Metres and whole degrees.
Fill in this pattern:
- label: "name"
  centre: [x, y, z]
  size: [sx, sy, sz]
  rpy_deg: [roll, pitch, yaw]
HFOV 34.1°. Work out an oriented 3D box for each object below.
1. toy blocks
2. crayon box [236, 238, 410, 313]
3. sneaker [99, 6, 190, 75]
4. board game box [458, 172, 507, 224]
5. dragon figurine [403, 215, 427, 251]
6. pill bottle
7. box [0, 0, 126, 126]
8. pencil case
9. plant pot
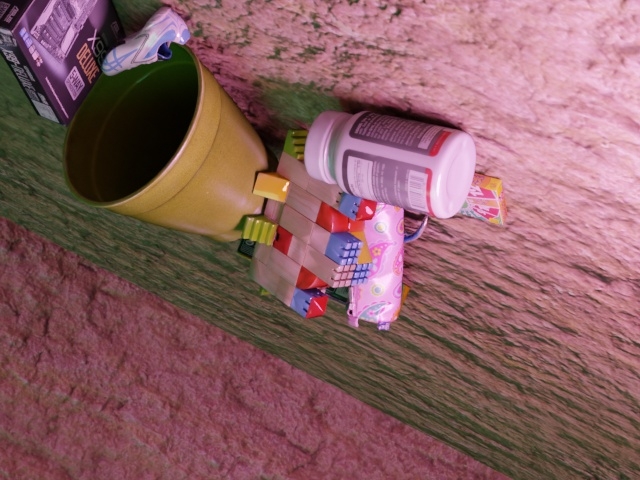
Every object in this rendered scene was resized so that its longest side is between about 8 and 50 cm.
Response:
- label: "toy blocks"
  centre: [0.000, 0.000, 2.120]
  size: [0.190, 0.381, 0.261]
  rpy_deg: [-4, -151, -45]
- label: "crayon box"
  centre: [0.015, 0.072, 2.484]
  size: [0.363, 0.106, 0.313]
  rpy_deg: [24, 180, 13]
- label: "sneaker"
  centre: [-0.345, -0.367, 2.017]
  size: [0.237, 0.085, 0.086]
  rpy_deg: [-23, 110, 42]
- label: "board game box"
  centre: [0.236, -0.107, 2.046]
  size: [0.259, 0.039, 0.124]
  rpy_deg: [20, 157, 26]
- label: "dragon figurine"
  centre: [0.123, -0.012, 2.321]
  size: [0.144, 0.085, 0.289]
  rpy_deg: [31, 160, -9]
- label: "pill bottle"
  centre: [0.125, -0.148, 1.909]
  size: [0.283, 0.161, 0.161]
  rpy_deg: [16, 156, 28]
- label: "box"
  centre: [-0.494, -0.400, 1.971]
  size: [0.076, 0.242, 0.307]
  rpy_deg: [22, 157, 16]
- label: "pencil case"
  centre: [0.113, 0.038, 2.201]
  size: [0.124, 0.284, 0.124]
  rpy_deg: [3, -165, -1]
- label: "plant pot"
  centre: [-0.272, -0.168, 2.150]
  size: [0.366, 0.366, 0.353]
  rpy_deg: [9, 164, 40]
